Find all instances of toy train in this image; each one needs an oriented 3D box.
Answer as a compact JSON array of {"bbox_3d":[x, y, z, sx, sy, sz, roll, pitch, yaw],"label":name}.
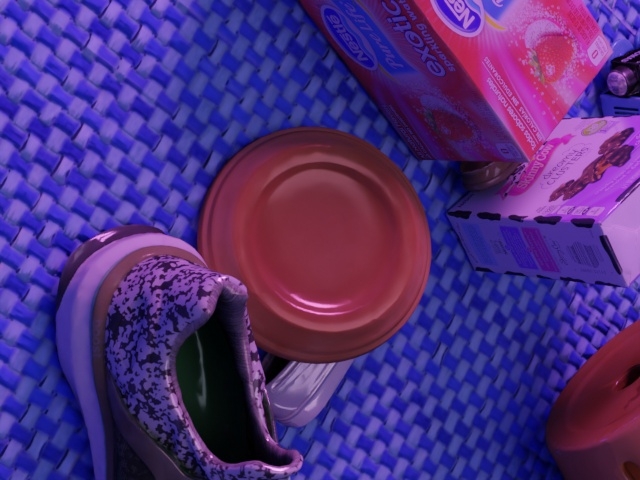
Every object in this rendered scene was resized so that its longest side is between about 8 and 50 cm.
[{"bbox_3d":[0.355,-0.166,1.415,0.184,0.080,0.105,-29,117,-32],"label":"toy train"}]

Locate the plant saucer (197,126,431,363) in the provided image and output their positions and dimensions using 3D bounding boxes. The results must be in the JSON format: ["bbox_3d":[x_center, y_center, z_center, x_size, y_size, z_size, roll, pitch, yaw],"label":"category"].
[{"bbox_3d":[0.000,0.000,1.154,0.200,0.037,0.200,4,77,-17],"label":"plant saucer"}]

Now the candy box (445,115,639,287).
[{"bbox_3d":[0.238,-0.040,1.263,0.165,0.196,0.070,-41,115,-26],"label":"candy box"}]

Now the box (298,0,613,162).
[{"bbox_3d":[0.086,-0.217,1.179,0.142,0.154,0.300,-51,119,-21],"label":"box"}]

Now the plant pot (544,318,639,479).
[{"bbox_3d":[0.351,0.194,1.324,0.203,0.291,0.291,47,66,-9],"label":"plant pot"}]

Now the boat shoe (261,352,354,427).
[{"bbox_3d":[0.001,0.066,1.192,0.063,0.066,0.184,39,80,-31],"label":"boat shoe"}]

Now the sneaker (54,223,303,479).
[{"bbox_3d":[-0.083,0.192,1.061,0.158,0.182,0.410,-22,105,-32],"label":"sneaker"}]

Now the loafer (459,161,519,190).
[{"bbox_3d":[0.165,-0.106,1.300,0.050,0.056,0.148,50,56,-25],"label":"loafer"}]
